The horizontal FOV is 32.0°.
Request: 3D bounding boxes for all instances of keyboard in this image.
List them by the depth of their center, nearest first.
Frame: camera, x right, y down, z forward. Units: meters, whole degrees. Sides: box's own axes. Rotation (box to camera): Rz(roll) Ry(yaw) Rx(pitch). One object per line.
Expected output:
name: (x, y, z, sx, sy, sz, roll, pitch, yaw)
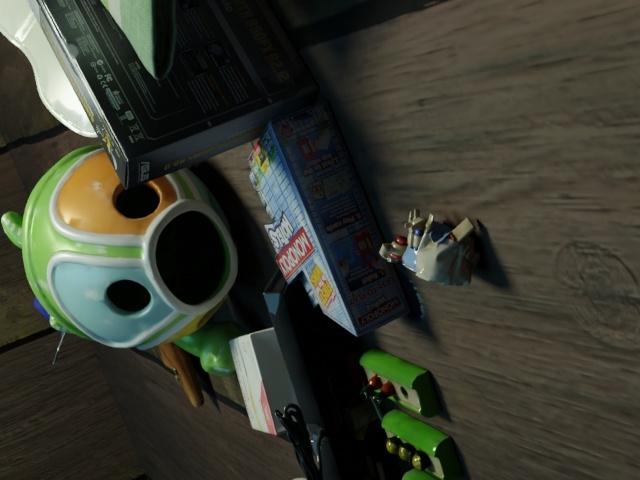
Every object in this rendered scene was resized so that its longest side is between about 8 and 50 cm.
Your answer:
keyboard: (-0.004, 0.185, 1.131, 0.201, 0.033, 0.317, -69, -36, -65)

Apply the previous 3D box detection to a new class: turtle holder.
turtle holder: (-0.215, 0.041, 1.363, 0.227, 0.243, 0.320, 8, 111, 45)

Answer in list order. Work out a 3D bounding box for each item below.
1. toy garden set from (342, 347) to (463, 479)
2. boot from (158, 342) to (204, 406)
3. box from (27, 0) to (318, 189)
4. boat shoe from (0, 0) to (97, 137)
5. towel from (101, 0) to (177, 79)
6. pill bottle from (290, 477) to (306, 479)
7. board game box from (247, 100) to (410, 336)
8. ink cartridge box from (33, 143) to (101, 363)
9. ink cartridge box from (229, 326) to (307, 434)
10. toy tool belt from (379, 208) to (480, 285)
toy garden set: (0.074, 0.225, 1.104, 0.204, 0.049, 0.244, 15, 126, 66)
boot: (-0.244, 0.164, 1.790, 0.264, 0.096, 0.280, 41, 150, 50)
box: (-0.137, -0.181, 0.977, 0.231, 0.183, 0.056, 60, 159, 15)
boat shoe: (-0.379, -0.276, 1.675, 0.319, 0.116, 0.099, 50, -161, 22)
towel: (-0.194, -0.315, 0.851, 0.325, 0.038, 0.248, 55, 158, 19)
pill bottle: (-0.054, 0.369, 1.279, 0.146, 0.264, 0.146, 53, 158, 33)
board game box: (0.000, 0.000, 1.017, 0.194, 0.060, 0.194, 64, 161, 8)
ink cartridge box: (-0.326, -0.001, 1.536, 0.065, 0.332, 0.165, 22, 162, -11)
ink cartridge box: (-0.055, 0.160, 1.299, 0.198, 0.067, 0.115, 147, 108, -76)
toy tool belt: (0.084, -0.001, 0.830, 0.083, 0.052, 0.051, 29, 108, 55)
